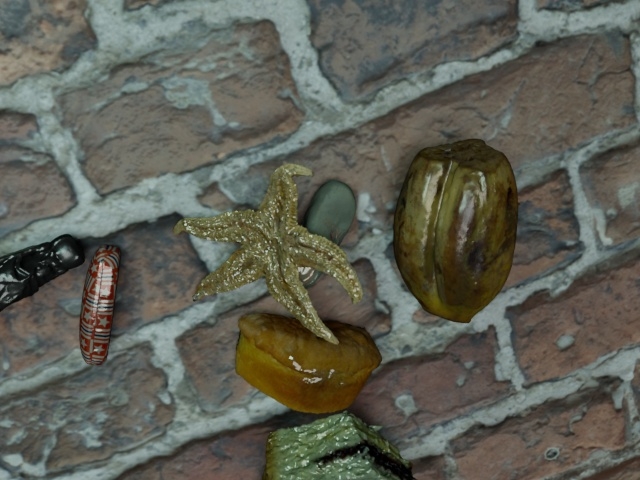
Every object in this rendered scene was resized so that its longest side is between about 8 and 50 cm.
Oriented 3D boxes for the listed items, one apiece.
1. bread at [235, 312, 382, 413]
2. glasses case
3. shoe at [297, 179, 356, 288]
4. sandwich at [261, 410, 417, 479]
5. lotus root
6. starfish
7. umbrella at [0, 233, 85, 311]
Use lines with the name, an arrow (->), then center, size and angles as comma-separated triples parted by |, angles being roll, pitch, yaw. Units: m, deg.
bread -> -0.015, 0.208, 0.998 | 0.260, 0.134, 0.129 | 11, 103, -12
glasses case -> -0.349, 0.103, 0.944 | 0.049, 0.073, 0.194 | 8, 103, -17
shoe -> 0.000, 0.000, 0.977 | 0.079, 0.078, 0.195 | 26, 103, -14
sandwich -> 0.024, 0.445, 1.029 | 0.262, 0.131, 0.325 | 7, 119, -12
lotus root -> 0.208, -0.009, 0.960 | 0.193, 0.193, 0.290 | -4, 109, -9
starfish -> -0.085, 0.026, 0.945 | 0.303, 0.060, 0.299 | -2, 112, 19
umbrella -> -0.523, 0.077, 0.867 | 0.358, 0.113, 0.106 | -28, 116, -19
